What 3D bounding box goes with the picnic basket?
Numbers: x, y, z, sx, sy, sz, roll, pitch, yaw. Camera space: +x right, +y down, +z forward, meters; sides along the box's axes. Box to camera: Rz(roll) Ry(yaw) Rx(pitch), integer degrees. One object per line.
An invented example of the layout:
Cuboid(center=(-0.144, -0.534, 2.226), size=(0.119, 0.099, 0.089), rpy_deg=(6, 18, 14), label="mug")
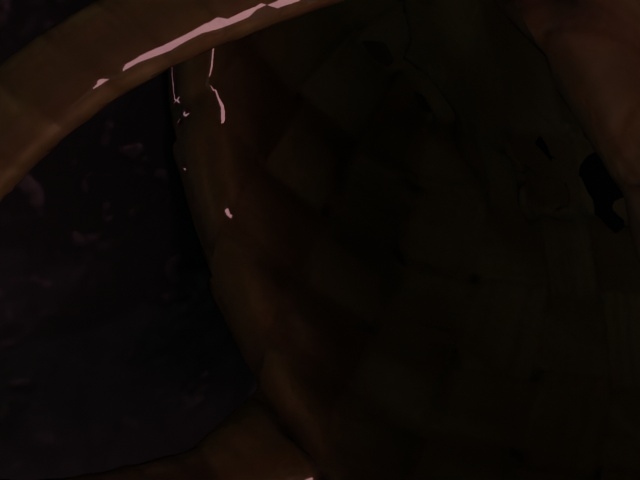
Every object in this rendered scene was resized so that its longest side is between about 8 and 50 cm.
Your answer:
Cuboid(center=(0.000, 0.000, 0.649), size=(0.337, 0.337, 0.293), rpy_deg=(-16, 146, -29), label="picnic basket")
